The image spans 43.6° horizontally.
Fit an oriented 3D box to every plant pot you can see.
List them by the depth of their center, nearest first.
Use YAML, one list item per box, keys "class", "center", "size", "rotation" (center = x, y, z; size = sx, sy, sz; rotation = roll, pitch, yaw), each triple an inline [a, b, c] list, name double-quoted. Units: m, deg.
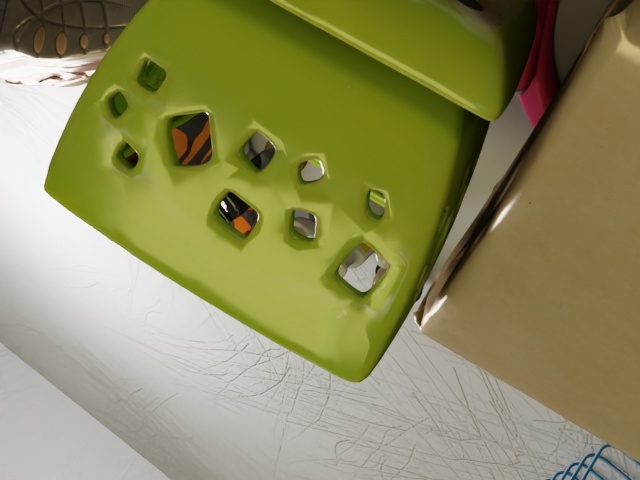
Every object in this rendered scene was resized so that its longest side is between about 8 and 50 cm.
- class: "plant pot"
  center: [0.004, -0.093, 0.495]
  size: [0.227, 0.228, 0.207]
  rotation: [30, 121, 4]

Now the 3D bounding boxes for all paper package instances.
- class: "paper package"
  center: [0.260, 0.013, 0.456]
  size: [0.324, 0.168, 0.309]
  rotation: [31, 148, 8]

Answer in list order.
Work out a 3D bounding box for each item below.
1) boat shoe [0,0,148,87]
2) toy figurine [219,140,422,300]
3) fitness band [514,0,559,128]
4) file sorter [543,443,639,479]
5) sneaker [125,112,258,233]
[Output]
- class: "boat shoe"
  center: [-0.296, -0.236, 0.916]
  size: [0.324, 0.123, 0.116]
  rotation: [8, 170, 31]
- class: "toy figurine"
  center: [0.000, 0.000, 0.844]
  size: [0.213, 0.148, 0.210]
  rotation: [24, 139, 31]
- class: "fitness band"
  center: [0.221, -0.134, 0.509]
  size: [0.209, 0.054, 0.291]
  rotation: [28, 148, 21]
- class: "file sorter"
  center: [0.310, 0.323, 0.921]
  size: [0.104, 0.118, 0.170]
  rotation: [38, 149, 10]
- class: "sneaker"
  center: [-0.165, -0.072, 0.887]
  size: [0.124, 0.180, 0.321]
  rotation: [24, 145, 26]
